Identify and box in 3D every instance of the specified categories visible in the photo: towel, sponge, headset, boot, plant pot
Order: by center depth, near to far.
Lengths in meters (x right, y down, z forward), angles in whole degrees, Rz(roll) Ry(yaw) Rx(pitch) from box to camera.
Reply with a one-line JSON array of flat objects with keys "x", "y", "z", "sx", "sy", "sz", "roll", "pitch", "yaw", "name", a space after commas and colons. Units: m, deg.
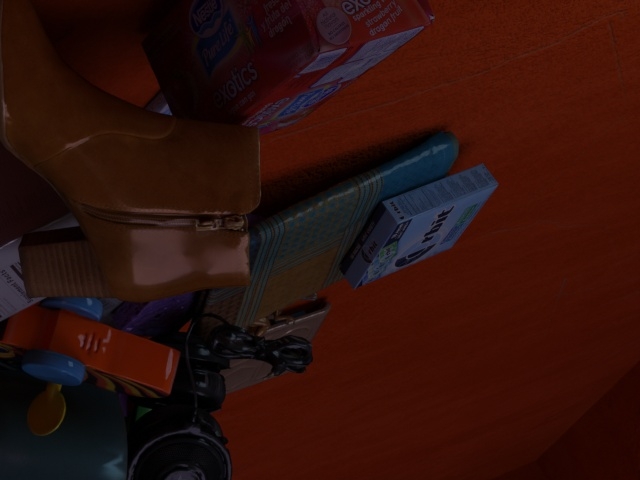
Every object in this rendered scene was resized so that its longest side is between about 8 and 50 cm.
[{"x": -0.157, "y": -0.089, "z": 1.107, "sx": 0.211, "sy": 0.104, "sz": 0.295, "roll": -7, "pitch": 110, "yaw": -6, "name": "boot"}, {"x": -0.403, "y": 0.286, "z": 1.594, "sx": 0.235, "sy": 0.293, "sz": 0.293, "roll": 16, "pitch": 133, "yaw": -32, "name": "plant pot"}, {"x": -0.150, "y": 0.221, "z": 1.647, "sx": 0.185, "sy": 0.243, "sz": 0.394, "roll": 9, "pitch": 141, "yaw": -17, "name": "headset"}, {"x": -0.157, "y": 0.043, "z": 1.659, "sx": 0.210, "sy": 0.031, "sz": 0.117, "roll": -44, "pitch": 156, "yaw": 17, "name": "sponge"}, {"x": 0.000, "y": 0.000, "z": 1.723, "sx": 0.370, "sy": 0.040, "sz": 0.271, "roll": -25, "pitch": 158, "yaw": -27, "name": "towel"}]

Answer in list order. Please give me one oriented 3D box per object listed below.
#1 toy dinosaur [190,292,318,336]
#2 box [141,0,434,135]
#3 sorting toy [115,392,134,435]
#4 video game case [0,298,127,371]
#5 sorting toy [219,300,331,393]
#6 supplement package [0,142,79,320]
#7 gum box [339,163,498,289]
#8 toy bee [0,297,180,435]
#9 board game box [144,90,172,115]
[{"x": -0.107, "y": 0.111, "z": 1.873, "sx": 0.211, "sy": 0.064, "sz": 0.112, "roll": -18, "pitch": 116, "yaw": -24, "name": "toy dinosaur"}, {"x": -0.036, "y": -0.180, "z": 1.150, "sx": 0.128, "sy": 0.122, "sz": 0.257, "roll": -20, "pitch": 175, "yaw": -33, "name": "box"}, {"x": -0.298, "y": 0.269, "z": 1.944, "sx": 0.126, "sy": 0.127, "sz": 0.365, "roll": -2, "pitch": 156, "yaw": 10, "name": "sorting toy"}, {"x": -0.313, "y": 0.116, "z": 1.666, "sx": 0.173, "sy": 0.022, "sz": 0.190, "roll": -32, "pitch": 158, "yaw": 3, "name": "video game case"}, {"x": -0.094, "y": 0.172, "z": 2.034, "sx": 0.208, "sy": 0.038, "sz": 0.193, "roll": -22, "pitch": 157, "yaw": -30, "name": "sorting toy"}, {"x": -0.302, "y": -0.021, "z": 1.241, "sx": 0.244, "sy": 0.139, "sz": 0.134, "roll": -27, "pitch": 156, "yaw": -4, "name": "supplement package"}, {"x": 0.131, "y": -0.019, "z": 1.775, "sx": 0.184, "sy": 0.041, "sz": 0.157, "roll": -20, "pitch": 156, "yaw": -35, "name": "gum box"}, {"x": -0.314, "y": 0.100, "z": 1.500, "sx": 0.162, "sy": 0.298, "sz": 0.195, "roll": -15, "pitch": -146, "yaw": 52, "name": "toy bee"}, {"x": -0.120, "y": -0.149, "z": 1.346, "sx": 0.090, "sy": 0.020, "sz": 0.090, "roll": -42, "pitch": 155, "yaw": 28, "name": "board game box"}]
